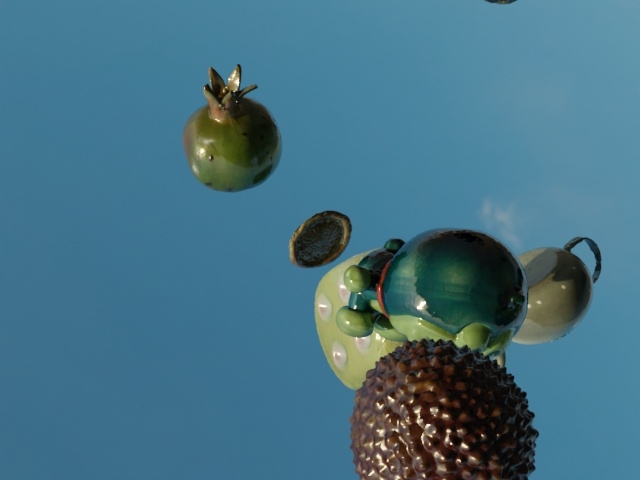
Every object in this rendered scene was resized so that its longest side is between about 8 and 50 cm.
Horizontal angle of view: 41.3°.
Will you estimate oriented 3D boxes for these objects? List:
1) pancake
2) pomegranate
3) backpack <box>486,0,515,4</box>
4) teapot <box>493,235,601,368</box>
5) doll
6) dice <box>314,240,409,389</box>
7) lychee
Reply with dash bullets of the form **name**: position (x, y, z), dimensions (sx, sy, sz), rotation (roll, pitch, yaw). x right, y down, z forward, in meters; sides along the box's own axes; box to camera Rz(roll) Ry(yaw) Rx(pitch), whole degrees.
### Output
- **pancake**: position (-0.001, -0.001, 1.333), dimensions (0.115, 0.115, 0.011), rotation (-3, -147, -31)
- **pomegranate**: position (-0.156, -0.194, 1.476), dimensions (0.182, 0.224, 0.181), rotation (-3, -136, 3)
- **backpack**: position (0.330, -0.490, 1.363), dimensions (0.207, 0.253, 0.140), rotation (23, -136, -33)
- **teapot**: position (0.384, 0.102, 1.485), dimensions (0.294, 0.193, 0.129), rotation (-38, -69, -13)
- **doll**: position (0.160, 0.073, 1.207), dimensions (0.199, 0.322, 0.186), rotation (10, -94, -41)
- **dice**: position (0.153, 0.153, 1.749), dimensions (0.254, 0.252, 0.249), rotation (-10, -106, -29)
- **lychee**: position (0.113, 0.179, 0.789), dimensions (0.188, 0.188, 0.188), rotation (15, -129, -19)
